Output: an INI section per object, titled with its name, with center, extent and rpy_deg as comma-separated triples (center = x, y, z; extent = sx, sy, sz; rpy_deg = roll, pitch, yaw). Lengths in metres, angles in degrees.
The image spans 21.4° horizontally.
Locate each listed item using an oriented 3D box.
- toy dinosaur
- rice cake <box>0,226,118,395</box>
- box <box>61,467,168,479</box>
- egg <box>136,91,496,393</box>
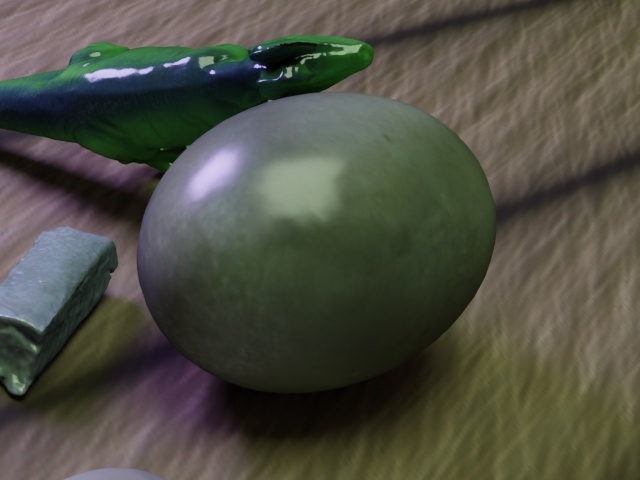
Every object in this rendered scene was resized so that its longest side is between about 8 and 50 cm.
[toy dinosaur]
center = -0.231, -0.125, 1.582
extent = 0.500, 0.144, 0.374
rpy_deg = -5, 0, -14
[rice cake]
center = -0.238, 0.051, 1.448
extent = 0.069, 0.063, 0.206
rpy_deg = 17, 28, 9
[box]
center = -0.105, 0.273, 0.992
extent = 0.206, 0.291, 0.262
rpy_deg = 27, -14, 51
[egg]
center = 0.000, 0.000, 1.450
extent = 0.352, 0.258, 0.258
rpy_deg = -19, 43, -40
